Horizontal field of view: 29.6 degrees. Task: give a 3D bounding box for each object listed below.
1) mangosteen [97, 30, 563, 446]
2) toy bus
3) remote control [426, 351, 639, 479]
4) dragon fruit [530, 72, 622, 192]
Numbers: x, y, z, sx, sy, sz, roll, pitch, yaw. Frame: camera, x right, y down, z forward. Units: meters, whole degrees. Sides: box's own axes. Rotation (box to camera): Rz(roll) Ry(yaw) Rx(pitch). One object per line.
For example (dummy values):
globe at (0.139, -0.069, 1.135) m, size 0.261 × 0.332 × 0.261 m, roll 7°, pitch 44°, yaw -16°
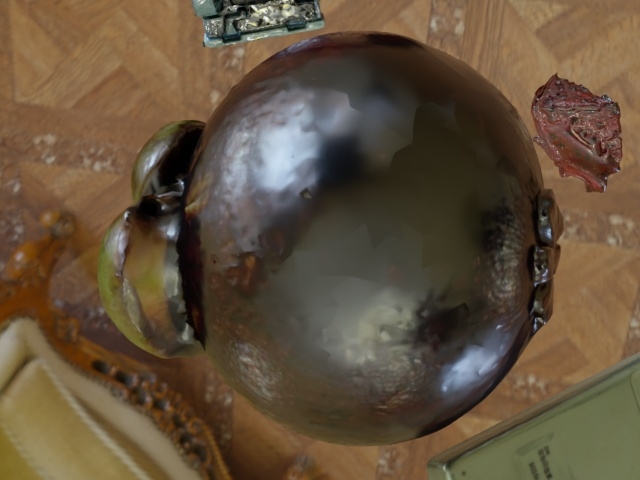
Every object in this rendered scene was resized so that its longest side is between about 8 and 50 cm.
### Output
mangosteen at (0.000, 0.000, 0.896) m, size 0.347 × 0.307 × 0.306 m, roll 2°, pitch 121°, yaw 18°
toy bus at (-0.091, -0.393, 1.351) m, size 0.152 × 0.190 × 0.312 m, roll -9°, pitch 128°, yaw 3°
remote control at (0.230, 0.190, 1.070) m, size 0.038 × 0.285 × 0.123 m, roll -8°, pitch 105°, yaw 65°
dragon fruit at (0.273, -0.105, 1.327) m, size 0.097 × 0.063 × 0.131 m, roll 28°, pitch 142°, yaw 42°
